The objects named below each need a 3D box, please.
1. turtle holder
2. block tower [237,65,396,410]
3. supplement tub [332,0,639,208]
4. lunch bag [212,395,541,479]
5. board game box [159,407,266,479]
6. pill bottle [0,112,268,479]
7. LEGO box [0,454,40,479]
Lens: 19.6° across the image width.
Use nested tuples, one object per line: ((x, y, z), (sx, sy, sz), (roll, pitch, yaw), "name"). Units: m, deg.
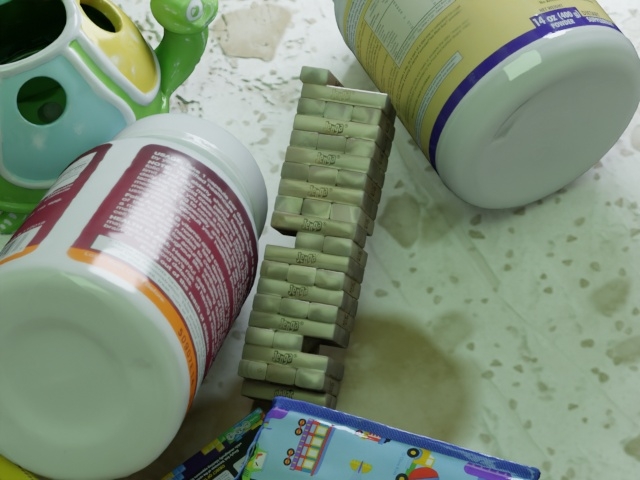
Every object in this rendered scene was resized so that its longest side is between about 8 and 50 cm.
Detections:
((-0.269, -0.166, 1.992), (0.320, 0.227, 0.243), (-2, 57, 7), "turtle holder")
((0.000, 0.000, 1.863), (0.097, 0.091, 0.335), (9, 83, 12), "block tower")
((0.161, -0.224, 1.961), (0.241, 0.241, 0.331), (-27, 59, -9), "supplement tub")
((0.028, 0.277, 1.690), (0.293, 0.138, 0.221), (18, 74, 11), "lunch bag")
((-0.082, 0.267, 1.803), (0.170, 0.048, 0.141), (-35, 62, -14), "board game box")
((-0.186, 0.038, 1.775), (0.224, 0.224, 0.392), (6, 28, 11), "pill bottle")
((-0.346, 0.397, 1.671), (0.500, 0.193, 0.372), (38, 70, 26), "LEGO box")
